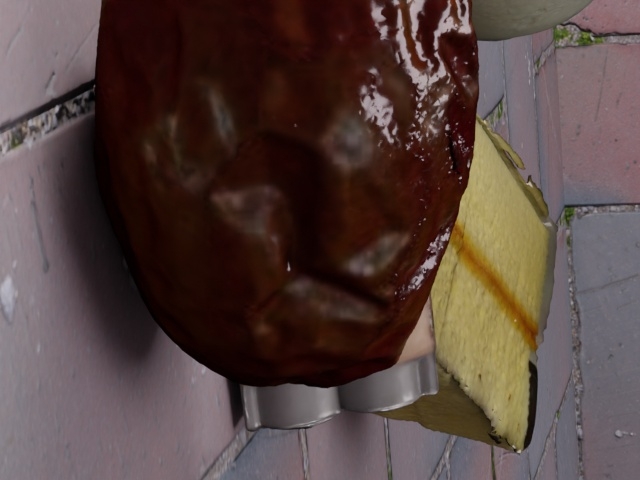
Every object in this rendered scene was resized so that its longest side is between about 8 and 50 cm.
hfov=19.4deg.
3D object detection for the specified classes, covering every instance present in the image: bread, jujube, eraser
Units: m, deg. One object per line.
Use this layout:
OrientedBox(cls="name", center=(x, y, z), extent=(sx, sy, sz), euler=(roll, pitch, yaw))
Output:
OrientedBox(cls="bread", center=(0.156, 0.014, 1.850), extent=(0.405, 0.242, 0.345), euler=(112, -8, -63))
OrientedBox(cls="jujube", center=(-0.019, -0.082, 1.254), extent=(0.276, 0.276, 0.377), euler=(-74, 161, -50))
OrientedBox(cls="eraser", center=(0.000, 0.000, 1.525), extent=(0.087, 0.171, 0.290), euler=(-130, -148, -69))

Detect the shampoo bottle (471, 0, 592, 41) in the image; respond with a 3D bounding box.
OrientedBox(cls="shampoo bottle", center=(0.178, -0.380, 1.904), extent=(0.317, 0.322, 0.322), euler=(81, 15, -50))
